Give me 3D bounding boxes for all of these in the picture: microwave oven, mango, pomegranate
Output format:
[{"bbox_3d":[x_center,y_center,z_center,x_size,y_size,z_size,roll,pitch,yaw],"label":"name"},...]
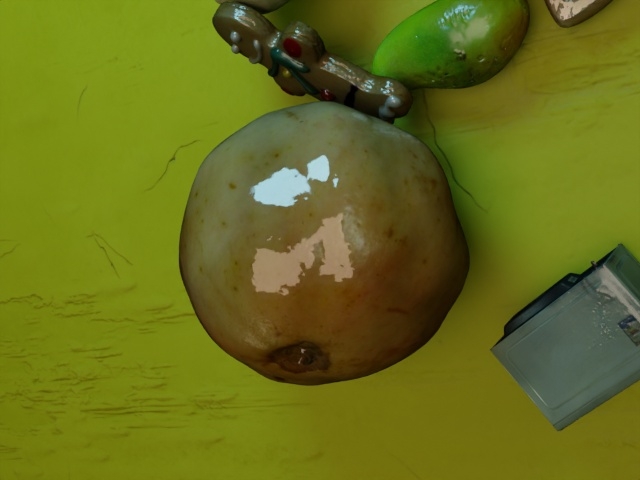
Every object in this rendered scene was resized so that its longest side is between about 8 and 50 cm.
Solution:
[{"bbox_3d":[0.360,0.126,1.118,0.205,0.129,0.163,-43,80,30],"label":"microwave oven"},{"bbox_3d":[0.172,-0.259,1.123,0.232,0.111,0.126,-27,84,30],"label":"mango"},{"bbox_3d":[0.000,0.000,1.155,0.411,0.411,0.412,8,108,27],"label":"pomegranate"}]

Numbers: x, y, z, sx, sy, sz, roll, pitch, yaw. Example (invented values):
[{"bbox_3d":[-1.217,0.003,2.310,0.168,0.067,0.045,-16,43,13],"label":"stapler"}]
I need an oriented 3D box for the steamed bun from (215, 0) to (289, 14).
[{"bbox_3d":[-0.062,-0.458,1.114,0.203,0.276,0.289,8,96,15],"label":"steamed bun"}]

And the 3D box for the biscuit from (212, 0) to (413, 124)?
[{"bbox_3d":[-0.020,-0.236,1.177,0.301,0.197,0.049,31,75,-1],"label":"biscuit"}]

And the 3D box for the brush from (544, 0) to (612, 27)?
[{"bbox_3d":[0.318,-0.378,0.979,0.174,0.166,0.267,21,115,22],"label":"brush"}]
